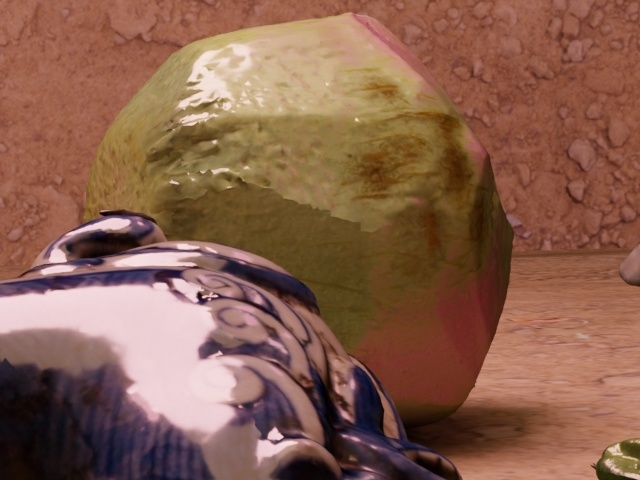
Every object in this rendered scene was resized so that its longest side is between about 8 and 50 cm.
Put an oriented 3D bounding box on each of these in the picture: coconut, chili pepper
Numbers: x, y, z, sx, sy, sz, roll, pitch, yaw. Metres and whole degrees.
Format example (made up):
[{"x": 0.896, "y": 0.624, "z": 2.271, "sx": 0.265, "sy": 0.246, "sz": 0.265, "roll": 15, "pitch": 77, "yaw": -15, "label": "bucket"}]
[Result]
[{"x": 0.000, "y": 0.000, "z": 0.811, "sx": 0.236, "sy": 0.235, "sz": 0.204, "roll": -3, "pitch": -31, "yaw": -26, "label": "coconut"}, {"x": 0.150, "y": 0.095, "z": 0.616, "sx": 0.091, "sy": 0.030, "sz": 0.034, "roll": 2, "pitch": -21, "yaw": 23, "label": "chili pepper"}]

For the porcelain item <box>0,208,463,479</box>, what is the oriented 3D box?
[{"x": -0.103, "y": 0.072, "z": 0.400, "sx": 0.288, "sy": 0.138, "sz": 0.186, "roll": 2, "pitch": 18, "yaw": -27, "label": "porcelain item"}]

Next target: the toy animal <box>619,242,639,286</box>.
[{"x": 0.304, "y": 0.035, "z": 0.938, "sx": 0.251, "sy": 0.125, "sz": 0.127, "roll": 17, "pitch": -37, "yaw": -41, "label": "toy animal"}]
